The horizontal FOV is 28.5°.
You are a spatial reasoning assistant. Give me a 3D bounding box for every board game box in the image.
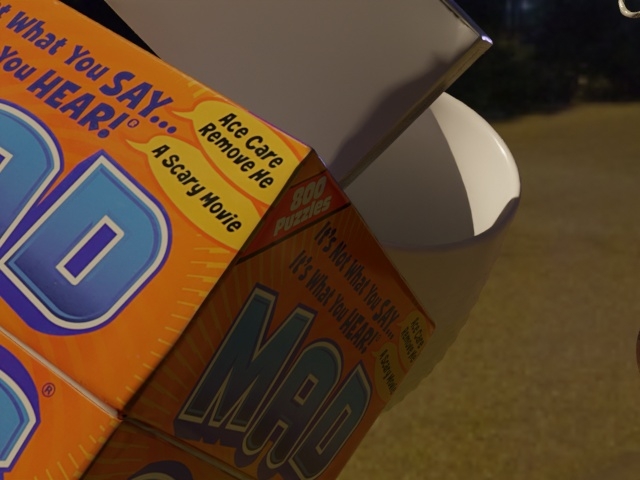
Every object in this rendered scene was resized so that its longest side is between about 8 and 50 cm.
[{"bbox_3d":[-0.191,0.068,0.882,0.357,0.356,0.356,32,-8,24],"label":"board game box"}]

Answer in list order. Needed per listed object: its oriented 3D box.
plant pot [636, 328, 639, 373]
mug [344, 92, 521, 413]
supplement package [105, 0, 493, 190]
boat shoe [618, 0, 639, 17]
[{"bbox_3d":[0.421,0.123,1.270,0.201,0.201,0.180,-4,7,-18],"label":"plant pot"},{"bbox_3d":[0.000,0.000,1.330,0.276,0.328,0.374,-15,50,-32],"label":"mug"},{"bbox_3d":[-0.016,-0.193,1.093,0.204,0.262,0.145,-45,-2,13],"label":"supplement package"},{"bbox_3d":[0.381,-0.276,1.311,0.136,0.367,0.156,-54,17,-21],"label":"boat shoe"}]
